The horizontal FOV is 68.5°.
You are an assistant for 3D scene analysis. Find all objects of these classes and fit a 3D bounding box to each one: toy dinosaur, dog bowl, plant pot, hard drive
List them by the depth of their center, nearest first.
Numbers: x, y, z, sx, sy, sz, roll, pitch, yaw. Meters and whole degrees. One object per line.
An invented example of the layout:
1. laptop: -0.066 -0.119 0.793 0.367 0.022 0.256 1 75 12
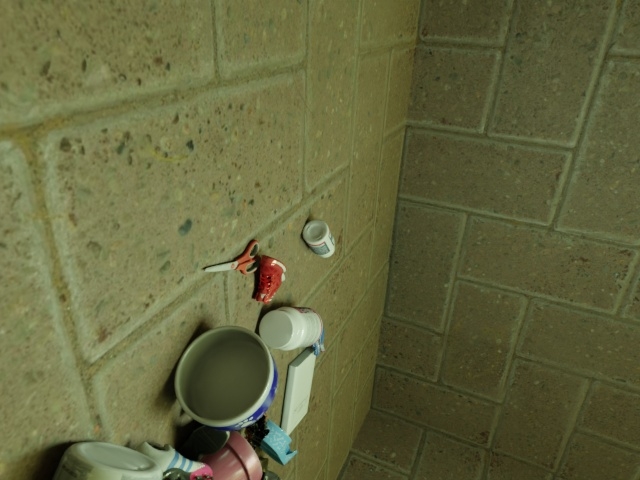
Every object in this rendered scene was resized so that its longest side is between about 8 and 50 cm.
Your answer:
1. dog bowl: -0.252 0.373 1.278 0.104 0.265 0.265 77 34 -56
2. plant pot: -0.315 0.731 1.477 0.180 0.201 0.201 -27 129 -43
3. toy dinosaur: -0.236 0.635 1.675 0.218 0.164 0.322 -46 126 -81
4. dog bowl: -0.191 0.804 1.877 0.074 0.166 0.297 -48 148 -30
5. hard drive: -0.101 0.693 2.185 0.233 0.047 0.353 -25 126 -65

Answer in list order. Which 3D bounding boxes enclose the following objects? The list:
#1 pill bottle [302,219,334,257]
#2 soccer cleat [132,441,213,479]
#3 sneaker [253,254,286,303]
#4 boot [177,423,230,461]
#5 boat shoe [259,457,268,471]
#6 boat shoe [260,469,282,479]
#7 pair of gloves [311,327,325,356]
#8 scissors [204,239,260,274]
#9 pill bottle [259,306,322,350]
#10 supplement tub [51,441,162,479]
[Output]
1. pill bottle: 0.000 0.000 1.916 0.180 0.108 0.108 61 47 -61
2. soccer cleat: -0.388 0.605 1.253 0.116 0.143 0.331 -41 151 -15
3. sneaker: -0.173 0.141 1.566 0.221 0.087 0.128 76 34 -64
4. boot: -0.311 0.548 1.390 0.236 0.085 0.178 -44 -179 31
5. boat shoe: -0.253 0.938 1.964 0.153 0.048 0.056 66 29 -68
6. boat shoe: -0.282 1.125 1.958 0.335 0.095 0.112 -53 -175 -40
7. pair of gloves: -0.009 0.464 2.237 0.198 0.023 0.159 20 62 -73
8. scissors: -0.258 0.083 1.420 0.297 0.021 0.109 -38 140 -61
9. pill bottle: -0.108 0.330 1.770 0.283 0.160 0.160 23 82 -69
10. supplement tub: -0.473 0.600 0.932 0.207 0.207 0.338 54 53 -64
